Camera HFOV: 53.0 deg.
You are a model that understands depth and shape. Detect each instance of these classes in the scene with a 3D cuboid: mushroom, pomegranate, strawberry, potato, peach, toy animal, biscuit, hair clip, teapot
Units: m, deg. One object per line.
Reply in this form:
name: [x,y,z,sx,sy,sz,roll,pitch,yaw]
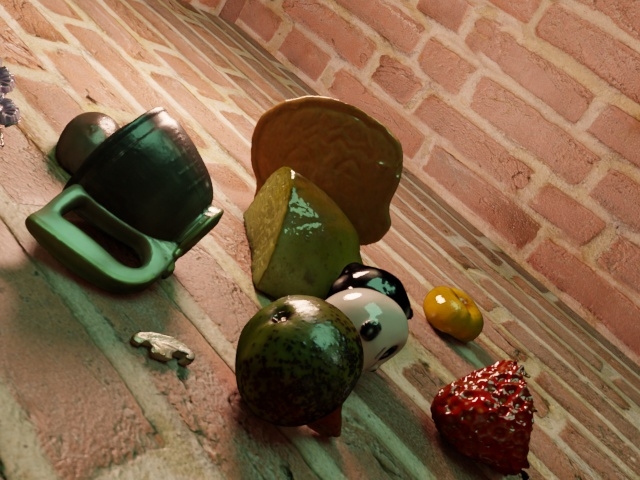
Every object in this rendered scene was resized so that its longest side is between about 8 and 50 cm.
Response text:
mushroom: [-0.461,-0.199,1.311,0.141,0.117,0.188,14,31,-21]
pomegranate: [-0.024,0.214,1.001,0.214,0.214,0.248,-84,155,-67]
strawberry: [0.306,0.352,1.260,0.177,0.234,0.234,2,28,-7]
potato: [0.000,0.000,1.437,0.280,0.213,0.330,26,24,-23]
peach: [0.357,0.194,1.730,0.179,0.103,0.179,33,24,-16]
mushroom: [-0.238,0.163,0.971,0.101,0.019,0.049,26,21,-18]
toy animal: [0.074,0.158,1.224,0.165,0.187,0.235,55,21,-11]
biscuit: [0.004,-0.165,1.573,0.384,0.366,0.062,12,17,16]
hair clip: [-0.640,-0.273,1.237,0.106,0.085,0.292,0,41,-29]
teapot: [-0.296,-0.069,1.098,0.239,0.239,0.321,47,14,-8]
